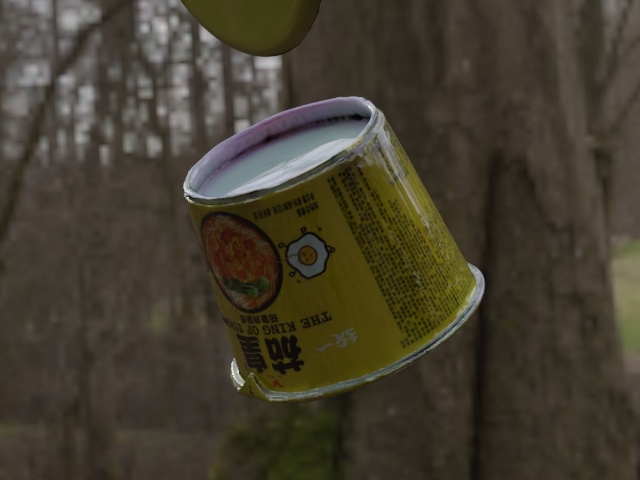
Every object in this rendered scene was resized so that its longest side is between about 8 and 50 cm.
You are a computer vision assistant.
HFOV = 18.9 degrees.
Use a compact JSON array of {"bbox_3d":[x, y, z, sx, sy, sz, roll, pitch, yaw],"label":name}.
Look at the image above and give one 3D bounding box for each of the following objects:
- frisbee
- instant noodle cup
[{"bbox_3d":[-0.079,-0.256,1.532,0.017,0.236,0.236,-28,13,-32],"label":"frisbee"},{"bbox_3d":[0.000,0.000,2.240,0.325,0.254,0.325,-20,22,8],"label":"instant noodle cup"}]
